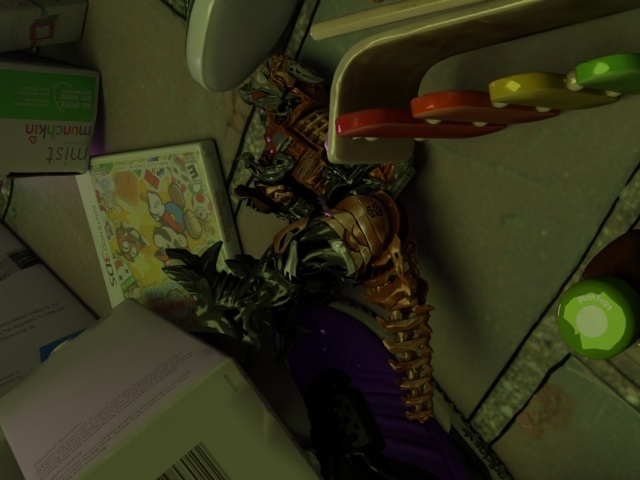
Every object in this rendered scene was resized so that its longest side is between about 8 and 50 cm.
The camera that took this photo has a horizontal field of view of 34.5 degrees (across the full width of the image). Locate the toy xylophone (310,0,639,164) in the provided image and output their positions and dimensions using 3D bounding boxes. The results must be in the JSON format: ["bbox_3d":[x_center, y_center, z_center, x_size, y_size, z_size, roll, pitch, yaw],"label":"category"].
[{"bbox_3d":[0.132,-0.114,0.667,0.322,0.236,0.081,-10,89,42],"label":"toy xylophone"}]

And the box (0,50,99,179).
[{"bbox_3d":[-0.415,-0.149,1.104,0.231,0.262,0.127,19,104,36],"label":"box"}]

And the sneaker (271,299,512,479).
[{"bbox_3d":[0.040,0.175,0.924,0.293,0.146,0.102,45,131,18],"label":"sneaker"}]

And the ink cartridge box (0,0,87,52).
[{"bbox_3d":[-0.324,-0.246,1.093,0.088,0.122,0.052,38,125,24],"label":"ink cartridge box"}]

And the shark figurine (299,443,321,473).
[{"bbox_3d":[-0.054,0.276,1.060,0.278,0.166,0.116,-19,80,27],"label":"shark figurine"}]

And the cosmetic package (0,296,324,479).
[{"bbox_3d":[-0.173,0.187,0.976,0.155,0.197,0.365,55,165,-17],"label":"cosmetic package"}]

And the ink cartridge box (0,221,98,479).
[{"bbox_3d":[-0.460,0.133,1.259,0.395,0.285,0.166,41,131,23],"label":"ink cartridge box"}]

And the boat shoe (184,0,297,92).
[{"bbox_3d":[-0.073,-0.277,0.866,0.102,0.108,0.301,33,123,29],"label":"boat shoe"}]

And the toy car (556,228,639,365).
[{"bbox_3d":[0.268,0.009,0.659,0.149,0.155,0.188,41,118,22],"label":"toy car"}]

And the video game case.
[{"bbox_3d":[-0.174,0.001,1.129,0.227,0.026,0.206,-2,106,42],"label":"video game case"}]

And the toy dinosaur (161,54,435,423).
[{"bbox_3d":[0.000,0.000,0.878,0.218,0.164,0.322,-33,53,17],"label":"toy dinosaur"}]

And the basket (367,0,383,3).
[{"bbox_3d":[0.108,-0.302,0.605,0.299,0.213,0.223,-44,73,27],"label":"basket"}]
